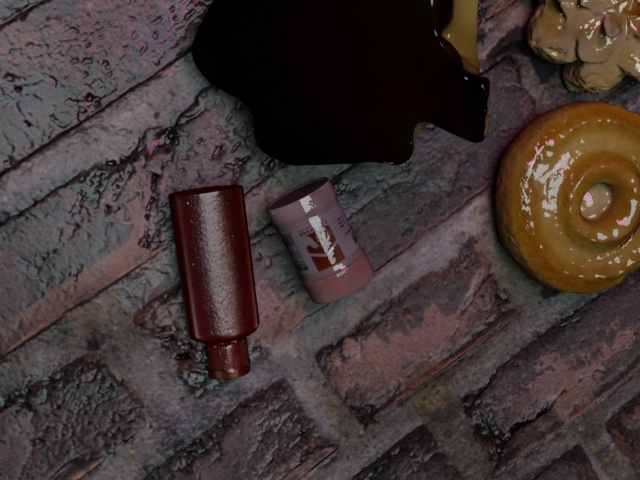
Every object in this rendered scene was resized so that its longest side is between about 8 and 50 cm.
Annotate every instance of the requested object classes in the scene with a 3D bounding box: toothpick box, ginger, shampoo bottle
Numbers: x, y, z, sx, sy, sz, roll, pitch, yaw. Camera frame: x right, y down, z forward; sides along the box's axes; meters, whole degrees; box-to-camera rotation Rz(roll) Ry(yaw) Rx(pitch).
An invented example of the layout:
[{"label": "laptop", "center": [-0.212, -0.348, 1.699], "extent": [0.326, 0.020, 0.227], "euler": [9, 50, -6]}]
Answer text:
[{"label": "toothpick box", "center": [0.000, 0.000, 1.187], "extent": [0.098, 0.098, 0.148], "euler": [-29, 103, -9]}, {"label": "ginger", "center": [0.070, -0.274, 1.108], "extent": [0.414, 0.211, 0.358], "euler": [-25, 102, 29]}, {"label": "shampoo bottle", "center": [-0.139, 0.058, 1.175], "extent": [0.102, 0.064, 0.260], "euler": [-9, 100, -14]}]

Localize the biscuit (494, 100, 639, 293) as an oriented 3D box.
[{"label": "biscuit", "center": [0.403, -0.063, 1.289], "extent": [0.297, 0.102, 0.296], "euler": [-3, 99, -17]}]

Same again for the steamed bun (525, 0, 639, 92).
[{"label": "steamed bun", "center": [0.422, -0.363, 1.232], "extent": [0.292, 0.137, 0.295], "euler": [24, 93, -14]}]
